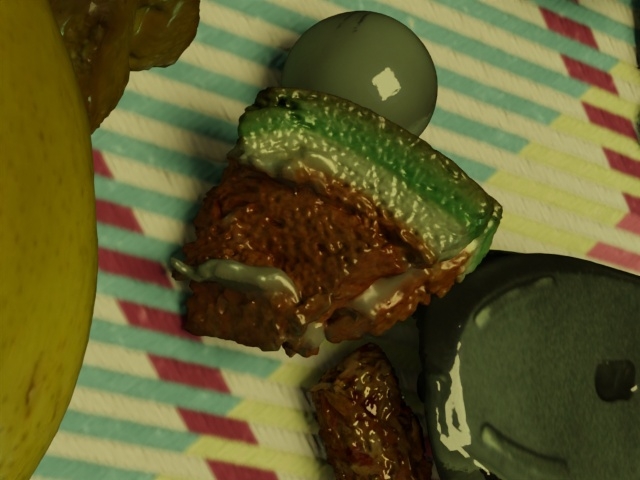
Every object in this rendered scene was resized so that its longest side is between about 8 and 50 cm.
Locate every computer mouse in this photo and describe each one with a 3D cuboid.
[{"bbox_3d":[0.168,0.107,1.401,0.374,0.114,0.203,8,78,-46],"label":"computer mouse"}]

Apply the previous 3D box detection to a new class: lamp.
[{"bbox_3d":[0.026,-0.102,1.306,0.105,0.105,0.105,2,87,-40],"label":"lamp"}]

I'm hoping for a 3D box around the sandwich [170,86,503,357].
[{"bbox_3d":[0.009,0.002,1.234,0.184,0.109,0.160,21,76,5],"label":"sandwich"}]

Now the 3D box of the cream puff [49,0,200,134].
[{"bbox_3d":[-0.172,-0.174,1.106,0.244,0.196,0.244,-39,142,-39],"label":"cream puff"}]

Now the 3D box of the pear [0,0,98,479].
[{"bbox_3d":[-0.273,-0.010,0.885,0.362,0.362,0.418,12,86,-39],"label":"pear"}]

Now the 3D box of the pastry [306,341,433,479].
[{"bbox_3d":[0.038,0.156,1.320,0.063,0.087,0.169,-17,88,-14],"label":"pastry"}]
